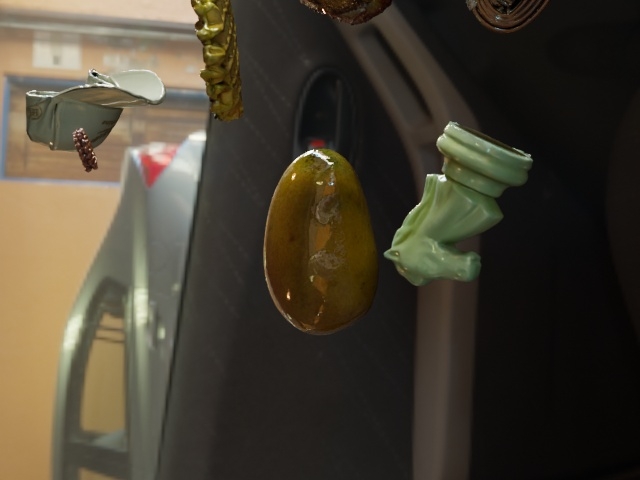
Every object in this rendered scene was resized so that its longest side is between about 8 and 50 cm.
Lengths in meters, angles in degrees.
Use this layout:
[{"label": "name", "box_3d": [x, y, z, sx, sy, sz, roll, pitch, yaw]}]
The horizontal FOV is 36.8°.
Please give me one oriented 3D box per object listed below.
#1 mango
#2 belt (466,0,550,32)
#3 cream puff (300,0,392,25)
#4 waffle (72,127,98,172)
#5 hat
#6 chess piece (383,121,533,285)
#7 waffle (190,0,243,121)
[{"label": "mango", "box_3d": [0.000, 0.000, 1.867, 0.264, 0.221, 0.378, -123, 29, -59]}, {"label": "belt", "box_3d": [0.386, -0.543, 1.889, 0.261, 0.184, 0.105, -64, -1, 21]}, {"label": "cream puff", "box_3d": [0.078, -0.702, 2.407, 0.228, 0.350, 0.351, 6, -94, -64]}, {"label": "waffle", "box_3d": [-0.434, -0.168, 1.768, 0.075, 0.029, 0.083, -132, 21, -67]}, {"label": "hat", "box_3d": [-0.485, -0.285, 2.144, 0.258, 0.301, 0.168, -47, -48, -60]}, {"label": "chess piece", "box_3d": [0.239, -0.046, 1.701, 0.298, 0.175, 0.176, -65, 19, 14]}, {"label": "waffle", "box_3d": [-0.203, -0.390, 1.931, 0.329, 0.062, 0.329, -5, -90, -88]}]
